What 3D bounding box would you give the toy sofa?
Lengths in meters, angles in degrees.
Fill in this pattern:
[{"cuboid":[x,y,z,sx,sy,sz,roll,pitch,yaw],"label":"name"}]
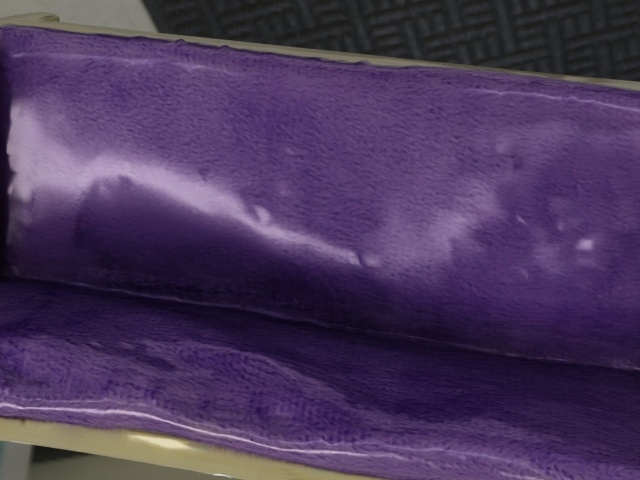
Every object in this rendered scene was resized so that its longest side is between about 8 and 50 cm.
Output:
[{"cuboid":[0.000,0.000,0.469,0.362,0.177,0.150,8,108,11],"label":"toy sofa"}]
